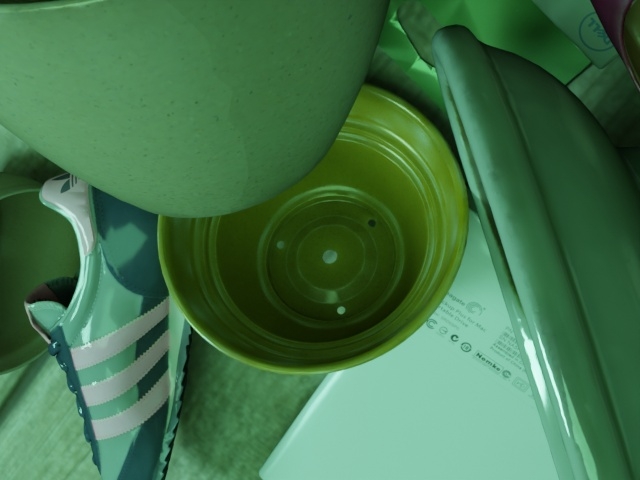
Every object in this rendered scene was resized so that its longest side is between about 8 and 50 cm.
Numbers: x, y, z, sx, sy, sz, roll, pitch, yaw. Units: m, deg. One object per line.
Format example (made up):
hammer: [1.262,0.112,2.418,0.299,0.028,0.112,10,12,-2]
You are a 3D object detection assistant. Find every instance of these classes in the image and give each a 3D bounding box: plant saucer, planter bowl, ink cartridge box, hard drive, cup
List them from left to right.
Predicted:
planter bowl: [-0.272,0.012,1.061,0.109,0.162,0.162,32,124,36]
cup: [-0.092,-0.153,0.844,0.331,0.331,0.237,3,138,18]
planter bowl: [0.000,0.000,0.957,0.217,0.090,0.217,-3,70,9]
hard drive: [0.109,0.132,1.031,0.203,0.040,0.307,35,120,2]
ink cartridge box: [0.129,-0.178,0.875,0.171,0.056,0.235,45,118,-5]
plant saucer: [0.164,0.061,0.750,0.100,0.400,0.401,-18,107,6]

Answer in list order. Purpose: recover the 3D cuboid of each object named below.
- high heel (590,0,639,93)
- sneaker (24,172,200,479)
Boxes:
high heel: [0.201,-0.043,0.616,0.377,0.181,0.127,52,137,12]
sneaker: [-0.168,0.086,1.057,0.131,0.112,0.319,7,110,-6]
